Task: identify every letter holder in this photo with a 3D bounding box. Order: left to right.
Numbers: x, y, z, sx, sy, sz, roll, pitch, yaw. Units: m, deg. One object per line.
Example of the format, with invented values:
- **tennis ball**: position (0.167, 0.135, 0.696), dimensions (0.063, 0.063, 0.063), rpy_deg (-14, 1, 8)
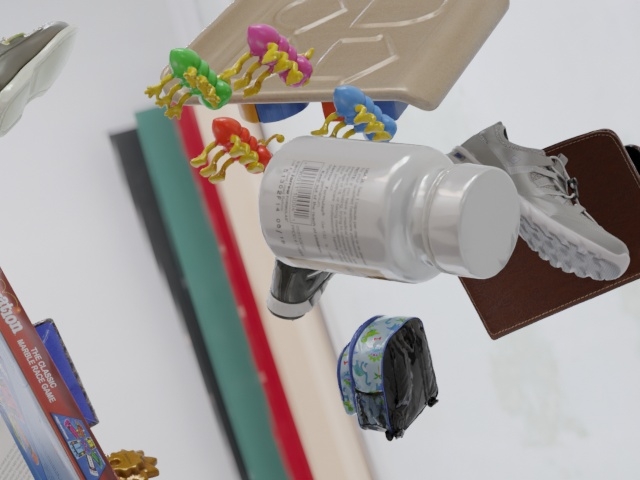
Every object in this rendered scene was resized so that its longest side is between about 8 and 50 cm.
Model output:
- **letter holder**: position (0.331, -0.032, 2.267), dimensions (0.301, 0.152, 0.214), rpy_deg (-26, -83, 29)

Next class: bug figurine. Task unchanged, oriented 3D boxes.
- **bug figurine**: position (-0.052, -0.147, 1.793), dimensions (0.279, 0.072, 0.216), rpy_deg (-9, -41, 42)

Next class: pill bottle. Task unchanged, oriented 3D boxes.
- **pill bottle**: position (0.065, -0.027, 1.552), dimensions (0.229, 0.131, 0.131), rpy_deg (8, -63, 38)

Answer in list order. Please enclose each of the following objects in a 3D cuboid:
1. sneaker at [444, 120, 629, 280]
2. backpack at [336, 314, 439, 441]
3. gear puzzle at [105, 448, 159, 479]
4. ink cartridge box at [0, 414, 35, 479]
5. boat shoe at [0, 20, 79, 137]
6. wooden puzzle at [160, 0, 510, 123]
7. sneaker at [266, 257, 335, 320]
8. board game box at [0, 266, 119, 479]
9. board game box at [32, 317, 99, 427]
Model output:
- **sneaker**: position (0.276, -0.059, 2.022), dimensions (0.281, 0.115, 0.105), rpy_deg (39, -12, 29)
- **backpack**: position (0.068, 0.138, 1.769), dimensions (0.084, 0.105, 0.114), rpy_deg (8, -62, 33)
- **gear puzzle**: position (-0.275, 0.328, 1.925), dimensions (0.339, 0.175, 0.044), rpy_deg (-49, 143, -59)
- **ink cartridge box**: position (-0.280, 0.318, 1.534), dimensions (0.261, 0.066, 0.296), rpy_deg (49, 27, -13)
- **boat shoe**: position (-0.434, -0.250, 2.360), dimensions (0.305, 0.091, 0.109), rpy_deg (-63, 177, -58)
- **wooden puzzle**: position (0.025, -0.228, 2.011), dimensions (0.347, 0.322, 0.081), rpy_deg (5, -56, 24)
- **sneaker**: position (0.000, 0.000, 2.184), dimensions (0.078, 0.234, 0.106), rpy_deg (18, -49, 18)
- **board game box**: position (-0.206, 0.138, 1.232), dimensions (0.281, 0.027, 0.145), rpy_deg (55, -27, 29)
- **board game box**: position (-0.442, 0.219, 2.000), dimensions (0.291, 0.232, 0.141), rpy_deg (-23, -89, 59)
